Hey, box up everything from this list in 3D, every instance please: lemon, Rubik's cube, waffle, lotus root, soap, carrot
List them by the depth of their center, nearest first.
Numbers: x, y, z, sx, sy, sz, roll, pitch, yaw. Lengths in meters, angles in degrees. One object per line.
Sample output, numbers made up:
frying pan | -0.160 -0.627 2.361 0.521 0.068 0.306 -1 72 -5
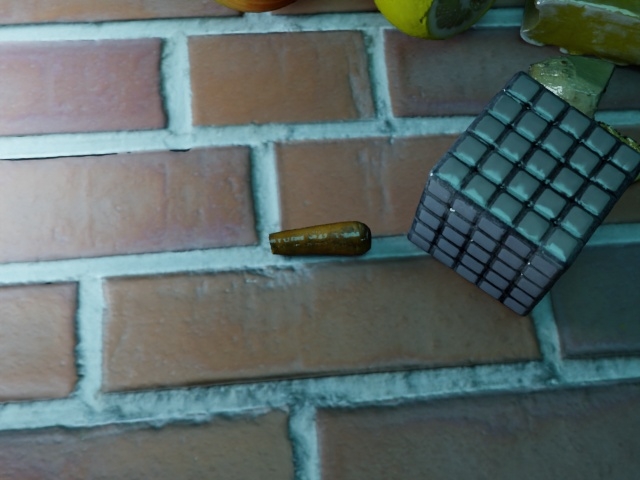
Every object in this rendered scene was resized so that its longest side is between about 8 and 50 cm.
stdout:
Rubik's cube | 0.299 -0.063 1.264 0.238 0.237 0.237 35 69 10
carrot | 0.000 0.000 1.317 0.162 0.055 0.055 -3 68 2
lemon | 0.187 -0.480 1.429 0.241 0.240 0.219 -31 64 -15
lotus root | 0.429 -0.275 1.439 0.144 0.070 0.143 16 53 9
waffle | 0.526 -0.170 1.442 0.098 0.023 0.152 -23 69 -16
soap | 0.538 -0.492 1.505 0.294 0.156 0.334 17 70 3

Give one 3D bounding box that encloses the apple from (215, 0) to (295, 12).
apple | -0.111 -0.524 1.406 0.233 0.286 0.286 -21 71 -20
